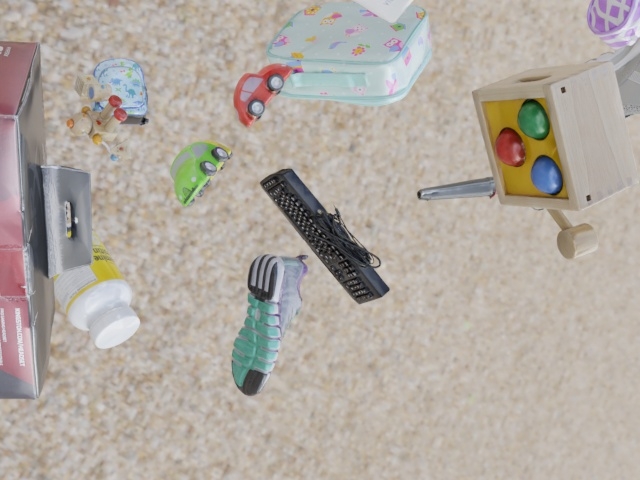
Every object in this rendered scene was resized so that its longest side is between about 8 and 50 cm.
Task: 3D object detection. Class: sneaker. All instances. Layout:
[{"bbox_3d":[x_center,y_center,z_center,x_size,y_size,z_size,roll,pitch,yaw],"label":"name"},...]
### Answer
[{"bbox_3d":[-0.065,0.128,1.605,0.098,0.083,0.224,-4,114,-46],"label":"sneaker"},{"bbox_3d":[0.431,-0.206,1.309,0.105,0.281,0.115,-16,80,-50],"label":"sneaker"}]

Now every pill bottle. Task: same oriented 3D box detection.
[{"bbox_3d":[-0.349,0.069,1.615,0.103,0.184,0.103,-30,156,-15],"label":"pill bottle"}]

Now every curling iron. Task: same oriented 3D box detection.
[{"bbox_3d":[0.268,-0.073,1.659,0.274,0.035,0.068,-4,131,-31],"label":"curling iron"}]

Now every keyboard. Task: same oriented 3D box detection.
[{"bbox_3d":[0.000,0.000,1.242,0.192,0.100,0.038,49,59,-7],"label":"keyboard"}]

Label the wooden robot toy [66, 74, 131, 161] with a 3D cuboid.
[{"bbox_3d":[-0.348,-0.190,1.627,0.079,0.173,0.076,-5,149,-40],"label":"wooden robot toy"}]

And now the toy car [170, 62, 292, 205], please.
[{"bbox_3d":[-0.139,-0.119,1.365,0.239,0.053,0.225,-50,-174,31],"label":"toy car"}]

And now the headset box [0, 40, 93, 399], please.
[{"bbox_3d":[-0.294,-0.012,0.679,0.110,0.293,0.218,-99,-168,-55],"label":"headset box"}]

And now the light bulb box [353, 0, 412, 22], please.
[{"bbox_3d":[-0.014,-0.401,0.681,0.225,0.361,0.358,-43,-155,51],"label":"light bulb box"}]

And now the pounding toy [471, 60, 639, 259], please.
[{"bbox_3d":[0.229,-0.068,1.109,0.094,0.181,0.206,-23,105,-25],"label":"pounding toy"}]

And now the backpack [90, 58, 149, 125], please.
[{"bbox_3d":[-0.368,-0.276,1.958,0.084,0.105,0.114,129,-45,-65],"label":"backpack"}]

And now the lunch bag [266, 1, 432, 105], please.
[{"bbox_3d":[0.048,-0.338,1.946,0.224,0.279,0.108,-61,147,-40],"label":"lunch bag"}]

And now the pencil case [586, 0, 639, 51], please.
[{"bbox_3d":[0.456,-0.286,1.488,0.206,0.086,0.088,23,53,-40],"label":"pencil case"}]
